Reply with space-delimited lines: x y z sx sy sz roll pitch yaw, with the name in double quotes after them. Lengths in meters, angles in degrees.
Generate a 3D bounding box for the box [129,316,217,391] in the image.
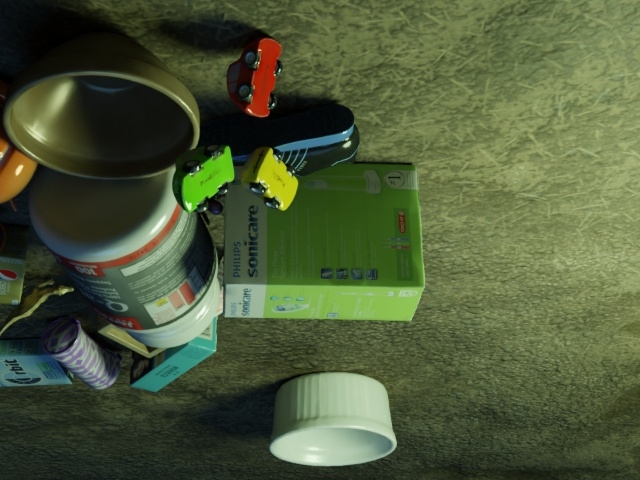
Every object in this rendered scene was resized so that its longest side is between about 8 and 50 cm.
-0.279 0.198 2.043 0.060 0.100 0.244 18 145 -29 "box"

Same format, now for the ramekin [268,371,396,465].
0.026 0.392 2.373 0.277 0.135 0.277 -1 152 0 "ramekin"

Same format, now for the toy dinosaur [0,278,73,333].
-0.514 0.115 1.875 0.183 0.092 0.053 -37 110 2 "toy dinosaur"

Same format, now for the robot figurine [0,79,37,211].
-0.457 -0.127 1.385 0.219 0.158 0.128 36 142 -28 "robot figurine"

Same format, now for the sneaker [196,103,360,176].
-0.061 -0.124 1.483 0.232 0.081 0.090 -6 144 5 "sneaker"

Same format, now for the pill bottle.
-0.267 0.011 1.586 0.210 0.210 0.363 -5 151 7 "pill bottle"

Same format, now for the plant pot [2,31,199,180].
-0.266 -0.180 1.342 0.237 0.110 0.237 0 151 0 "plant pot"

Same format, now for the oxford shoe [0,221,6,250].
-0.616 -0.032 1.639 0.271 0.097 0.098 17 166 -21 "oxford shoe"

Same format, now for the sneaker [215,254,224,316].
-0.162 0.066 1.808 0.134 0.051 0.070 -43 144 -14 "sneaker"

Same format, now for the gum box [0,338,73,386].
-0.607 0.247 2.177 0.184 0.041 0.157 -3 152 2 "gum box"

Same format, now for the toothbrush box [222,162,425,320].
0.000 0.000 1.583 0.283 0.206 0.122 1 152 -7 "toothbrush box"

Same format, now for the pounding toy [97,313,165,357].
-0.288 0.093 1.868 0.206 0.094 0.181 -30 136 26 "pounding toy"

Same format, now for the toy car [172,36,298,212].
-0.116 -0.110 1.328 0.053 0.225 0.239 13 127 31 "toy car"

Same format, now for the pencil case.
-0.457 0.219 2.094 0.088 0.086 0.206 -39 150 -4 "pencil case"

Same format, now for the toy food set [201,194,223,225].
-0.161 -0.077 1.577 0.019 0.078 0.122 -21 157 -23 "toy food set"

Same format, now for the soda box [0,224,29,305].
-0.517 0.042 1.784 0.058 0.061 0.181 8 150 -15 "soda box"
